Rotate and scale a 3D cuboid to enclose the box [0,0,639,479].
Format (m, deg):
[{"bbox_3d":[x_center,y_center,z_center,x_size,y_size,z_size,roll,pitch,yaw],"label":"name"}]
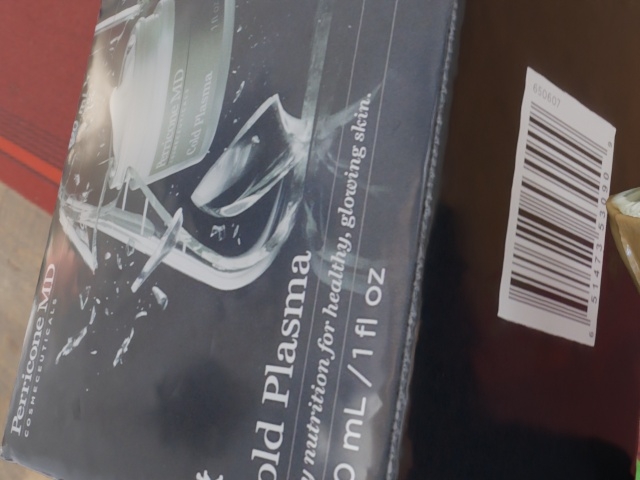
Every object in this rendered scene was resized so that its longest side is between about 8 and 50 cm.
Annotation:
[{"bbox_3d":[0.000,0.000,0.689,0.472,0.298,0.479,-3,74,47],"label":"box"}]

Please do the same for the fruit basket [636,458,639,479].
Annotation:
[{"bbox_3d":[0.255,0.386,0.865,0.392,0.392,0.283,26,70,42],"label":"fruit basket"}]

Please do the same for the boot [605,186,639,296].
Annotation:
[{"bbox_3d":[0.234,0.088,0.461,0.269,0.089,0.236,62,168,-9],"label":"boot"}]
